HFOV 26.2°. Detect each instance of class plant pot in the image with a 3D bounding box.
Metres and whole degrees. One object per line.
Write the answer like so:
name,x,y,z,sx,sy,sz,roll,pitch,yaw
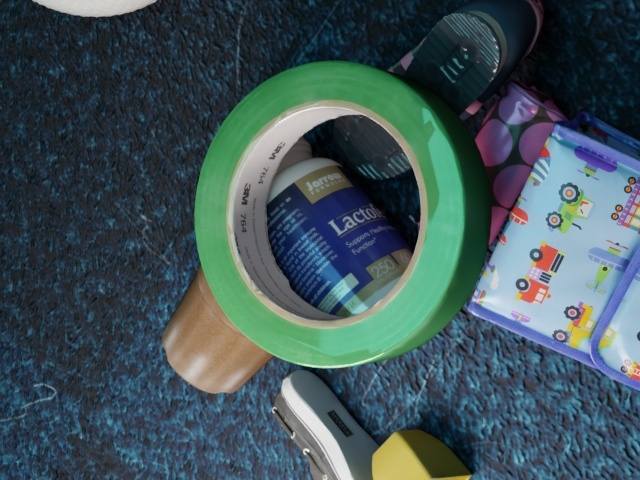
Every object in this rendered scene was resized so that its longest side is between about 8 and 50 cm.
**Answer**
plant pot,0.108,0.267,1.600,0.081,0.081,0.083,-51,56,26
plant pot,-0.102,0.092,1.682,0.167,0.167,0.165,52,127,19

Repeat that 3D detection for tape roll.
tape roll,0.019,-0.027,1.459,0.321,0.077,0.321,0,90,29

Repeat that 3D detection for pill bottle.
pill bottle,0.000,0.000,1.599,0.264,0.153,0.153,50,119,19

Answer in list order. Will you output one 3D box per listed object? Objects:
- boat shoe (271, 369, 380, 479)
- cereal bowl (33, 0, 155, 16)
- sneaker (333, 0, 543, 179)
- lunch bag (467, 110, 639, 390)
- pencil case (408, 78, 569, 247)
boat shoe,0.015,0.263,1.662,0.228,0.080,0.076,50,125,21
cereal bowl,-0.300,-0.425,1.681,0.339,0.141,0.339,6,119,11
sneaker,0.135,-0.169,1.532,0.112,0.131,0.319,55,143,0
lunch bag,0.338,0.033,1.411,0.293,0.138,0.221,28,109,16
pencil case,0.187,-0.076,1.505,0.095,0.098,0.209,35,111,6
